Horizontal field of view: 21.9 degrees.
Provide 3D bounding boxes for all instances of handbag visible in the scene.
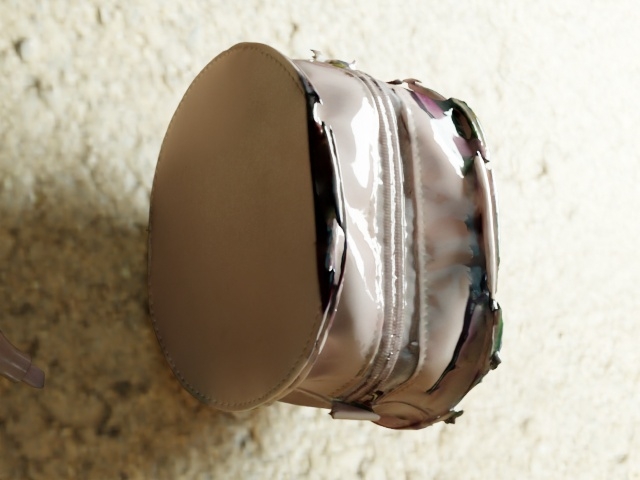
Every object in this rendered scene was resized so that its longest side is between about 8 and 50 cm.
[{"bbox_3d":[0.001,0.000,0.887,0.116,0.179,0.205,4,77,-37],"label":"handbag"}]

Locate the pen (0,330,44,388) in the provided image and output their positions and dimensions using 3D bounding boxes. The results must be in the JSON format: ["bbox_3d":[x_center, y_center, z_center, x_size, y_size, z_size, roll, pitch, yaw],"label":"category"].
[{"bbox_3d":[-0.221,0.023,0.828,0.197,0.032,0.053,32,63,-19],"label":"pen"}]
